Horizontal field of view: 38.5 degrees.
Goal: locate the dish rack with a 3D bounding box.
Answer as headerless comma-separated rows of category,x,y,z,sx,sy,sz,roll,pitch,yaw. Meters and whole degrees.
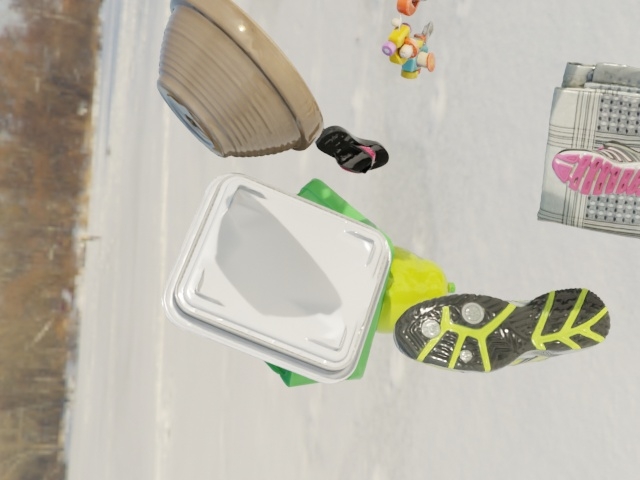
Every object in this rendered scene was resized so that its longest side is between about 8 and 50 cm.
dish rack,-0.058,0.048,1.464,0.072,0.332,0.286,126,165,-66

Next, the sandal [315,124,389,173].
sandal,0.052,-0.132,1.432,0.067,0.179,0.040,-38,63,21

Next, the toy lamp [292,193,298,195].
toy lamp,0.000,0.000,2.048,0.275,0.080,0.080,55,143,34

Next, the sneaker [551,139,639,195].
sneaker,0.397,-0.106,1.293,0.075,0.170,0.063,-106,26,-53

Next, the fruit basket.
fruit basket,0.060,0.083,1.780,0.283,0.392,0.392,42,133,34

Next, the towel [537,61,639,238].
towel,0.577,-0.161,1.703,0.056,0.312,0.325,-37,-45,-62

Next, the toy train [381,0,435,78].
toy train,0.139,-0.295,1.282,0.125,0.046,0.166,-65,-25,-7

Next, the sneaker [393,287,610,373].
sneaker,0.314,0.174,1.628,0.147,0.384,0.145,112,155,-68

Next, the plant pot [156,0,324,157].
plant pot,-0.115,-0.177,1.078,0.109,0.237,0.237,-43,11,-10
